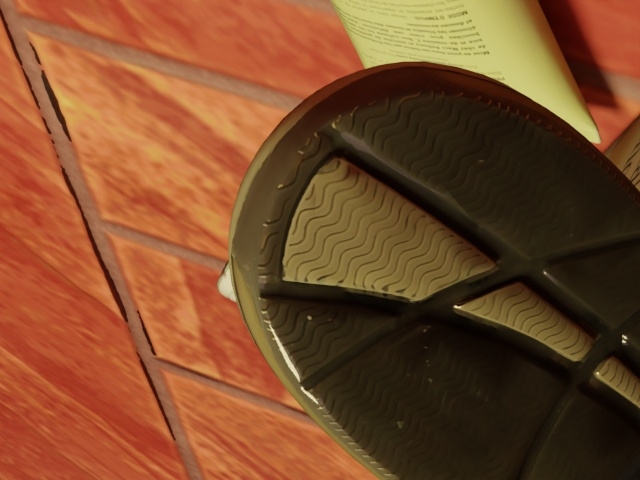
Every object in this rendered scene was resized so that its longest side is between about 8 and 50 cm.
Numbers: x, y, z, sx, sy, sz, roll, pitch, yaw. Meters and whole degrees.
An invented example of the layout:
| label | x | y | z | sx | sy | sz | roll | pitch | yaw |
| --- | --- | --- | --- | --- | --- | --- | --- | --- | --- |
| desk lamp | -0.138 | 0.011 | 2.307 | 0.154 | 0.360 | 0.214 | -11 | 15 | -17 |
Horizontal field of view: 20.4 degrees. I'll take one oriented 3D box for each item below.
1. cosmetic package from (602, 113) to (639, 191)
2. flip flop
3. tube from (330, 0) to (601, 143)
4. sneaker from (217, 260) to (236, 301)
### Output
| label | x | y | z | sx | sy | sz | roll | pitch | yaw |
| --- | --- | --- | --- | --- | --- | --- | --- | --- | --- |
| cosmetic package | 0.145 | 0.021 | 0.562 | 0.129 | 0.153 | 0.296 | 33 | 150 | -1 |
| flip flop | 0.074 | 0.063 | 0.451 | 0.277 | 0.112 | 0.080 | 46 | 176 | -24 |
| tube | 0.020 | -0.111 | 0.572 | 0.240 | 0.062 | 0.070 | 57 | -174 | -48 |
| sneaker | 0.000 | 0.000 | 0.766 | 0.061 | 0.053 | 0.152 | 31 | 151 | -8 |
